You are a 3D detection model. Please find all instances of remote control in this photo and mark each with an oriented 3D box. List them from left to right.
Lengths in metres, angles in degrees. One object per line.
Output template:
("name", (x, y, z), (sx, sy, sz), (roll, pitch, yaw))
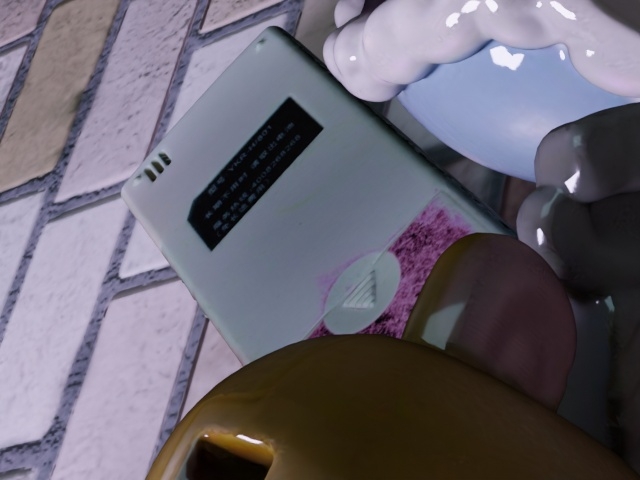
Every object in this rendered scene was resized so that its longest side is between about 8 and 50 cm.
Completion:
("remote control", (0.001, 0.000, 0.917), (0.145, 0.050, 0.344), (-47, 34, 4))

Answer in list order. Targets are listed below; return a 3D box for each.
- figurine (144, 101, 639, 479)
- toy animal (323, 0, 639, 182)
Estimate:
("figurine", (0.061, 0.131, 0.514), (0.167, 0.285, 0.342), (-24, 40, 35))
("toy animal", (0.114, -0.092, 0.757), (0.156, 0.204, 0.208), (-47, 14, 41))
